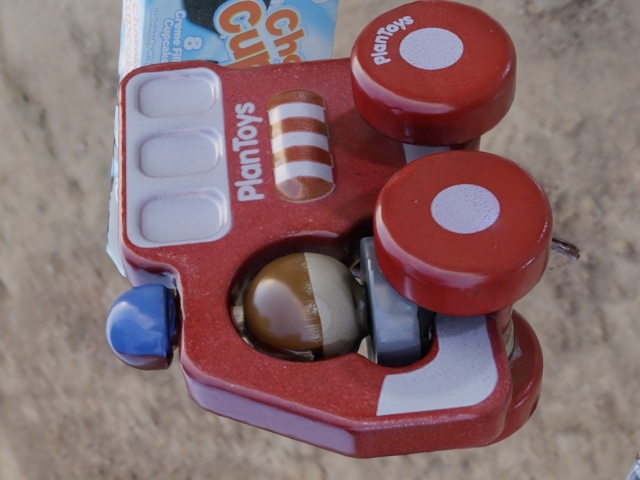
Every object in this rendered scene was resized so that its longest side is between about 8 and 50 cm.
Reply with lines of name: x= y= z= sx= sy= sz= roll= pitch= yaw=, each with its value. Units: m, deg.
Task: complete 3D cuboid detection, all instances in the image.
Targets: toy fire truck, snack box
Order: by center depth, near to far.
toy fire truck: x=0.000 y=0.000 z=0.919 sx=0.169 sy=0.254 sz=0.302 roll=83 pitch=-179 yaw=-50
snack box: x=-0.088 y=-0.129 z=1.384 sx=0.060 sy=0.187 sz=0.322 roll=45 pitch=134 yaw=52

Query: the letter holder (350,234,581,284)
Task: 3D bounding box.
letter holder: x=0.069 y=0.048 z=1.240 sx=0.214 sy=0.152 sz=0.302 roll=19 pitch=176 yaw=-4

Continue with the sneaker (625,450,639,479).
sneaker: x=0.401 y=0.276 z=1.527 sx=0.215 sy=0.084 sz=0.083 roll=33 pitch=119 yaw=6
